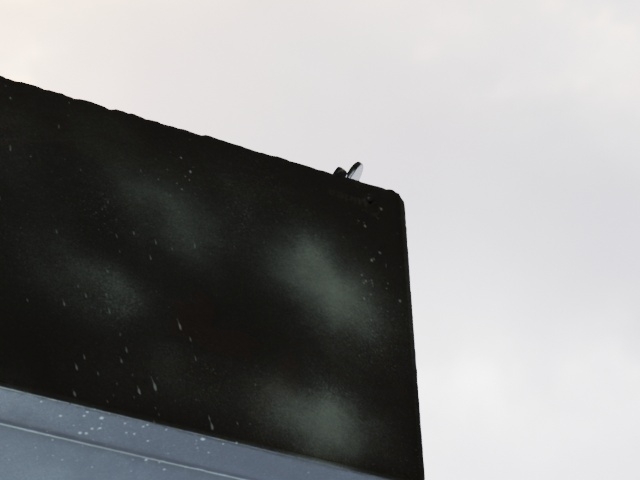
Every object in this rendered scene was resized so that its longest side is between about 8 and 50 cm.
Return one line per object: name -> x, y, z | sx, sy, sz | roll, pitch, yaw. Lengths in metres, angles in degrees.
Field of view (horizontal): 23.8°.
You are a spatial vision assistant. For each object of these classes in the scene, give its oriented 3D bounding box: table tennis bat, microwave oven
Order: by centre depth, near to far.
microwave oven -> -0.201, 0.101, 0.927 | 0.432, 0.374, 0.236 | 17, -139, -16
table tennis bat -> 0.019, -0.049, 1.645 | 0.014, 0.095, 0.158 | 34, 170, 8
